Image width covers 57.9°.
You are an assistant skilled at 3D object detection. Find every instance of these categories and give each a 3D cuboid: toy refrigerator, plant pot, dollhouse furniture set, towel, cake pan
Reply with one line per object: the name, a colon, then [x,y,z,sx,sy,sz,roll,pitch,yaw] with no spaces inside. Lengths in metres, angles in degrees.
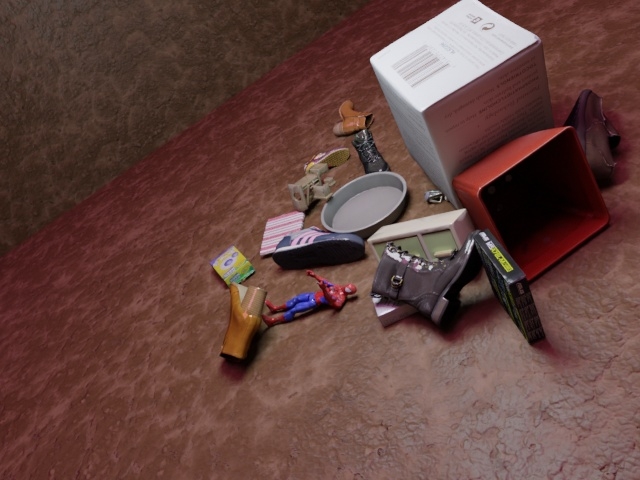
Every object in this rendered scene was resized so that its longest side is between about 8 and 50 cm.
toy refrigerator: [0.259,0.006,1.487,0.269,0.102,0.094,-12,20,44]
plant pot: [0.477,-0.102,1.400,0.267,0.267,0.236,-34,20,-5]
dollhouse furniture set: [0.013,-0.182,1.996,0.161,0.101,0.182,8,35,38]
towel: [-0.125,-0.026,1.968,0.144,0.029,0.197,-16,36,18]
cake pan: [0.143,-0.108,1.835,0.293,0.054,0.293,-21,34,15]

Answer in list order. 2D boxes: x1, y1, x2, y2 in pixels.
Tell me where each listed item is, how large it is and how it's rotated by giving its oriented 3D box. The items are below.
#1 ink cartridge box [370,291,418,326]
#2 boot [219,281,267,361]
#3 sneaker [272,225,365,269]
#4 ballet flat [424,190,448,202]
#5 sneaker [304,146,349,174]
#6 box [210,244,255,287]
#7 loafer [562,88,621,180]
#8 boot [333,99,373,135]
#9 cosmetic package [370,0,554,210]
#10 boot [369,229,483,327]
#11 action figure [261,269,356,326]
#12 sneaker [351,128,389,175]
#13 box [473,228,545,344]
ink cartridge box: [0.234,0.131,1.454,0.207,0.046,0.097,-25,35,8]
boot: [-0.238,0.233,1.649,0.211,0.104,0.295,-69,16,-10]
sneaker: [0.000,0.000,1.754,0.319,0.112,0.131,-6,43,31]
ballet flat: [0.364,-0.132,1.713,0.114,0.041,0.041,-11,38,29]
sneaker: [0.020,-0.311,2.187,0.185,0.069,0.084,-27,38,5]
box: [-0.294,0.090,1.936,0.105,0.043,0.179,-39,35,-11]
loafer: [0.724,-0.269,1.547,0.130,0.134,0.366,19,51,8]
boot: [0.147,-0.503,2.341,0.152,0.073,0.197,-6,53,35]
cosmetic package: [0.393,-0.365,1.576,0.327,0.394,0.329,-32,45,3]
boot: [0.244,0.058,1.371,0.229,0.091,0.263,30,94,37]
action figure: [-0.043,0.144,1.585,0.280,0.139,0.091,-15,37,19]
sneaker: [0.167,-0.300,2.003,0.087,0.130,0.227,-28,35,9]
box: [0.401,0.096,1.234,0.045,0.191,0.184,-27,32,4]
